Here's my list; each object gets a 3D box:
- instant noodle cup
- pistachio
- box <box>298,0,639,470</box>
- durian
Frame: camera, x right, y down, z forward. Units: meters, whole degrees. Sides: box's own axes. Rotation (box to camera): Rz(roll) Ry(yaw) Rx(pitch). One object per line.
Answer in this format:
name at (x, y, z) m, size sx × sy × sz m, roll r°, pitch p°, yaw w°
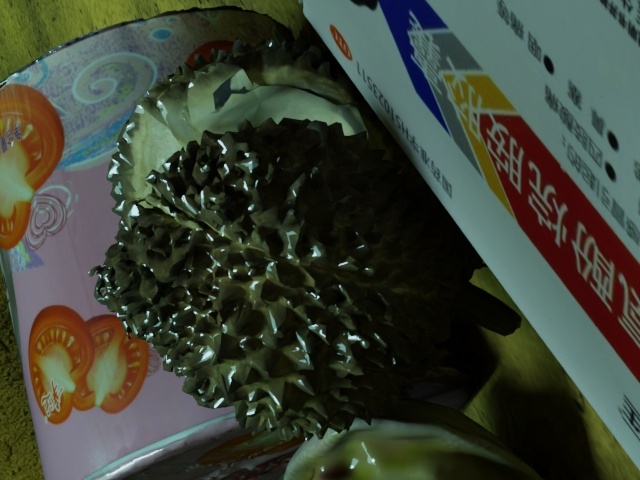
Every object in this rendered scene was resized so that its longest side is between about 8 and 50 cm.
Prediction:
instant noodle cup at (-0.065, 0.018, 0.999) m, size 0.243 × 0.243 × 0.231 m, roll 110°, pitch 143°, yaw -70°
pistachio at (0.051, 0.141, 0.898) m, size 0.223 × 0.152 × 0.126 m, roll 49°, pitch -136°, yaw -60°
box at (0.086, -0.062, 0.624) m, size 0.214 × 0.069 × 0.353 m, roll 84°, pitch 160°, yaw -50°
durian at (0.000, 0.000, 0.799) m, size 0.196 × 0.196 × 0.167 m, roll 60°, pitch 144°, yaw 24°
